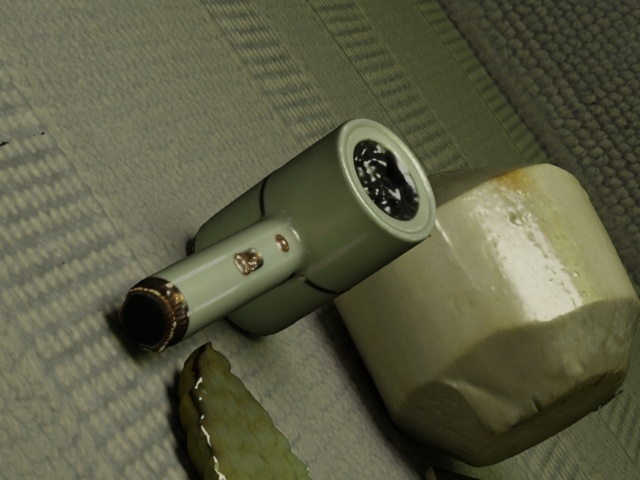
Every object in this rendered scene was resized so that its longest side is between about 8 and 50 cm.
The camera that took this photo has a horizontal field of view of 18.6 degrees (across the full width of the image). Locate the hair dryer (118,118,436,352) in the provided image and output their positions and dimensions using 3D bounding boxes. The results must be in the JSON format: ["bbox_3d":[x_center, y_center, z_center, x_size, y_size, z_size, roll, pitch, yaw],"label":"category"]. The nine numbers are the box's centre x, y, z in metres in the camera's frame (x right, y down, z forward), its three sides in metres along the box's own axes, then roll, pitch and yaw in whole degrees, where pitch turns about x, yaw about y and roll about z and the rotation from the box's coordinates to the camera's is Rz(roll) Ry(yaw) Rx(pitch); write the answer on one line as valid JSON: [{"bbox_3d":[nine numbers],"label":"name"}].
[{"bbox_3d":[-0.063,0.021,1.664,0.128,0.203,0.362,58,33,2],"label":"hair dryer"}]

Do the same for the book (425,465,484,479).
[{"bbox_3d":[0.218,0.312,1.967,0.228,0.024,0.160,18,34,-28],"label":"book"}]

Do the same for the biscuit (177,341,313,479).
[{"bbox_3d":[-0.033,0.216,1.561,0.273,0.036,0.187,52,15,-10],"label":"biscuit"}]

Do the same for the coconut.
[{"bbox_3d":[0.167,0.063,2.019,0.323,0.323,0.323,49,17,-20],"label":"coconut"}]
